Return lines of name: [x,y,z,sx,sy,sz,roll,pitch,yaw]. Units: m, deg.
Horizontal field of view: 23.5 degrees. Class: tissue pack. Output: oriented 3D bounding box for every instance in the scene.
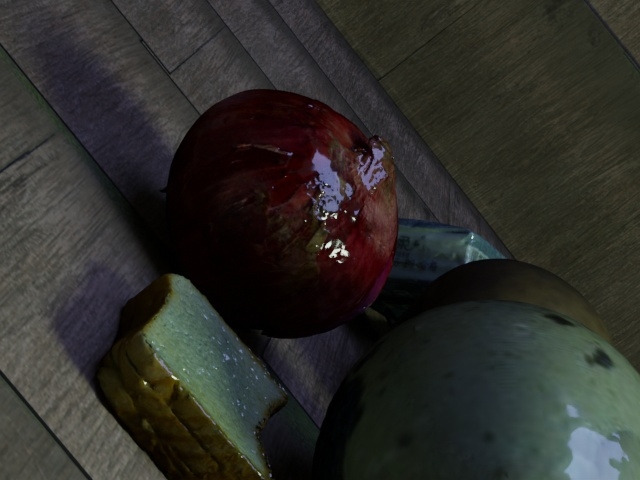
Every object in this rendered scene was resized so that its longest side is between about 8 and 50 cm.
tissue pack: [0.163,0.059,2.146,0.316,0.228,0.103,35,64,-56]

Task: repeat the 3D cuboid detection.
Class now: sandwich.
sandwich: [-0.109,0.133,1.368,0.186,0.065,0.214,51,13,-10]

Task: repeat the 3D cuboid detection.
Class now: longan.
longan: [0.210,0.170,1.844,0.319,0.319,0.319,49,14,-17]

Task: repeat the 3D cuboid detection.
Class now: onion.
onion: [-0.034,-0.030,1.638,0.276,0.276,0.276,49,14,-17]

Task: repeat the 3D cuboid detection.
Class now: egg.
egg: [0.164,0.240,1.432,0.345,0.345,0.428,49,15,-20]

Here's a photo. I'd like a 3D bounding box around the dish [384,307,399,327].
dish: [0.180,0.189,2.129,0.246,0.078,0.224,30,7,-12]
